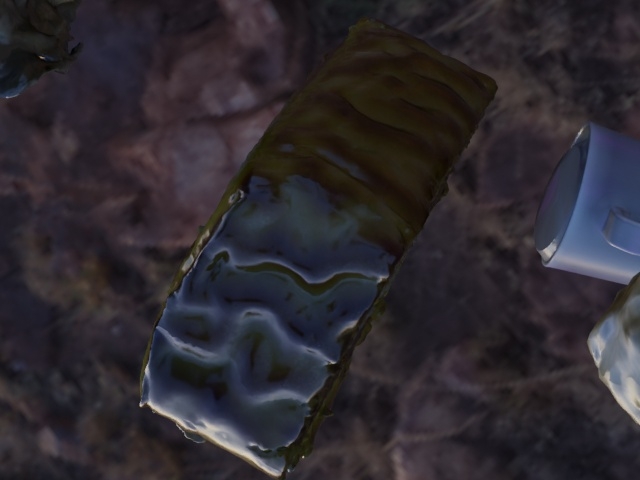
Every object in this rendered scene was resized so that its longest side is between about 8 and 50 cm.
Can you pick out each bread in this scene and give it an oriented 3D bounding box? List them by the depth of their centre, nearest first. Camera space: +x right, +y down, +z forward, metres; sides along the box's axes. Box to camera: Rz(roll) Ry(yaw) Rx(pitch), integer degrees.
[{"bbox_3d":[0.000,0.000,0.896,0.096,0.222,0.181,29,125,3],"label":"bread"}]

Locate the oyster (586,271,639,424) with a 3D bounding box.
[{"bbox_3d":[0.153,-0.020,0.315,0.232,0.107,0.161,-36,110,17],"label":"oyster"}]

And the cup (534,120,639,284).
[{"bbox_3d":[0.168,-0.006,0.875,0.116,0.104,0.074,17,101,-1],"label":"cup"}]

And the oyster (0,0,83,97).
[{"bbox_3d":[-0.189,-0.187,0.896,0.115,0.351,0.238,-44,78,26],"label":"oyster"}]
